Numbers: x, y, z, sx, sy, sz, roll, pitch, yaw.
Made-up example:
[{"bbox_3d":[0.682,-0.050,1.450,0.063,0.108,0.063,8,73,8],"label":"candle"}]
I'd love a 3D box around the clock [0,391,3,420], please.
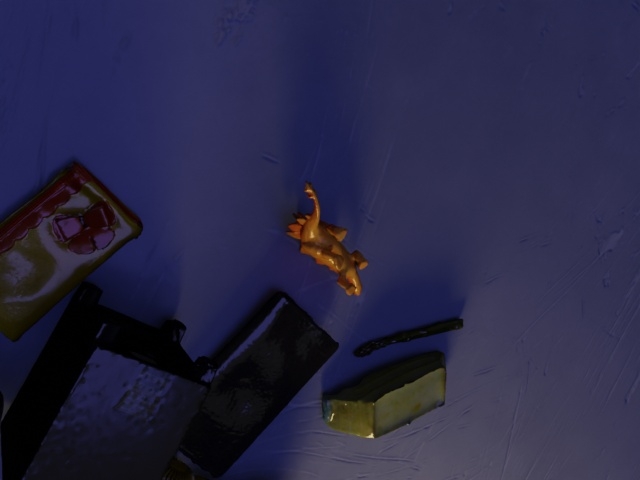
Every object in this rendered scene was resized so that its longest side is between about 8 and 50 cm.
[{"bbox_3d":[-0.491,0.287,0.782,0.049,0.226,0.226,38,87,-31],"label":"clock"}]

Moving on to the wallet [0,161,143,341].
[{"bbox_3d":[-0.379,0.014,0.845,0.241,0.067,0.141,-43,117,-8],"label":"wallet"}]

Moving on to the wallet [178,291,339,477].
[{"bbox_3d":[-0.126,0.248,1.054,0.321,0.044,0.170,-46,118,-3],"label":"wallet"}]

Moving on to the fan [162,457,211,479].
[{"bbox_3d":[-0.220,0.406,1.028,0.155,0.082,0.039,33,85,-26],"label":"fan"}]

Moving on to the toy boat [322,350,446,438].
[{"bbox_3d":[0.142,0.301,1.177,0.276,0.084,0.111,-14,113,-23],"label":"toy boat"}]

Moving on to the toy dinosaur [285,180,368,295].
[{"bbox_3d":[0.000,0.000,0.999,0.070,0.117,0.288,-51,136,-19],"label":"toy dinosaur"}]

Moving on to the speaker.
[{"bbox_3d":[-0.299,0.223,0.854,0.184,0.232,0.254,31,86,-30],"label":"speaker"}]

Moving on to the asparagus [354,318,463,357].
[{"bbox_3d":[0.176,0.188,1.193,0.248,0.025,0.024,-11,152,-23],"label":"asparagus"}]
